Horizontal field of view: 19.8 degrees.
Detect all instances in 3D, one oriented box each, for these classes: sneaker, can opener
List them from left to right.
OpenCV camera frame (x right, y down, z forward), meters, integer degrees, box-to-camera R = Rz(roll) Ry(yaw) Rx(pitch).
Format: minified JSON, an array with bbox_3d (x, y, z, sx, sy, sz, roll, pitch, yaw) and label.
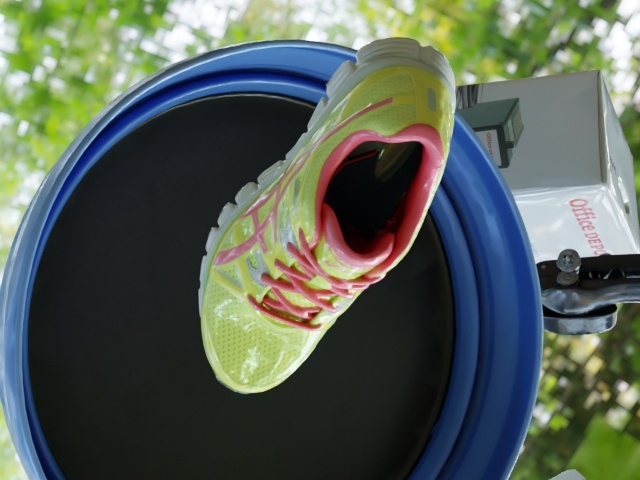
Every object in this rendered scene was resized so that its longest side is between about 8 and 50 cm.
[{"bbox_3d":[0.000,0.000,0.919,0.081,0.208,0.094,22,-156,-18],"label":"sneaker"},{"bbox_3d":[0.266,0.034,1.549,0.186,0.073,0.059,-9,-126,17],"label":"can opener"}]

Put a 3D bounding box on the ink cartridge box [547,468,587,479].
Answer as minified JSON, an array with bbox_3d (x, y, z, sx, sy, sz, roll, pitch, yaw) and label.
[{"bbox_3d":[0.279,0.393,1.797,0.115,0.272,0.198,-25,-155,-10],"label":"ink cartridge box"}]

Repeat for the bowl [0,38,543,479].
[{"bbox_3d":[-0.032,0.063,1.218,0.391,0.391,0.077,5,178,-30],"label":"bowl"}]

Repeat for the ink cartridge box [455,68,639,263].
[{"bbox_3d":[0.145,-0.053,1.740,0.289,0.211,0.121,-5,-112,16],"label":"ink cartridge box"}]
